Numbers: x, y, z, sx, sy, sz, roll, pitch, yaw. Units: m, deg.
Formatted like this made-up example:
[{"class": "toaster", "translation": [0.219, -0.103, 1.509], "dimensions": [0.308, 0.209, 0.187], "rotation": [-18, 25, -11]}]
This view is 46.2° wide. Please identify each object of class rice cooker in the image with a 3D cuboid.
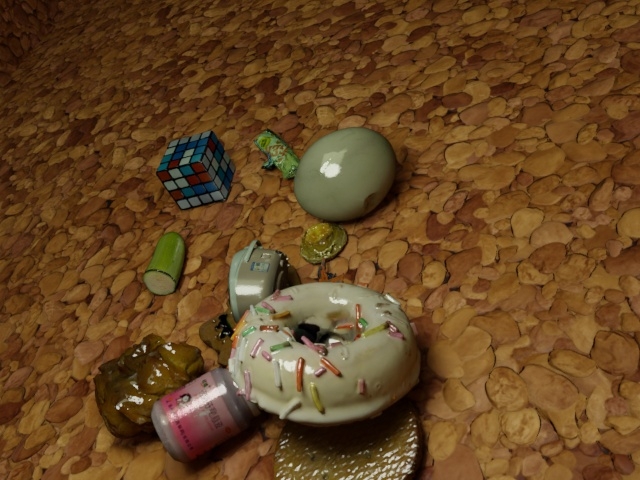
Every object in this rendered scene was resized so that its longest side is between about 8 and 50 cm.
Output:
[{"class": "rice cooker", "translation": [-0.140, 0.098, 1.682], "dimensions": [0.127, 0.145, 0.206], "rotation": [4, 43, 14]}]

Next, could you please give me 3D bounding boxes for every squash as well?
[{"class": "squash", "translation": [-0.405, 0.050, 2.004], "dimensions": [0.095, 0.095, 0.188], "rotation": [-13, 38, 19]}]

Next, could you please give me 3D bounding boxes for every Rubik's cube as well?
[{"class": "Rubik's cube", "translation": [-0.359, -0.203, 2.188], "dimensions": [0.154, 0.155, 0.151], "rotation": [-10, 41, 21]}]

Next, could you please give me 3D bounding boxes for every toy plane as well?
[{"class": "toy plane", "translation": [0.012, 0.102, 1.715], "dimensions": [0.135, 0.062, 0.188], "rotation": [-43, 14, 27]}]

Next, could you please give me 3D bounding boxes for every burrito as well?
[{"class": "burrito", "translation": [-0.134, -0.243, 2.170], "dimensions": [0.104, 0.054, 0.288], "rotation": [-35, 40, -6]}]

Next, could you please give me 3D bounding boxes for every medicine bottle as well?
[{"class": "medicine bottle", "translation": [-0.210, 0.337, 1.531], "dimensions": [0.247, 0.147, 0.147], "rotation": [-29, 39, -8]}]

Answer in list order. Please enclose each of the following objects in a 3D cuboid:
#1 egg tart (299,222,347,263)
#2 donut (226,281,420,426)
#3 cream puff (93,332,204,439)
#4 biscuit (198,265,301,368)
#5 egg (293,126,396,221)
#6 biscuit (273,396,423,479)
[{"class": "egg tart", "translation": [0.000, 0.000, 1.837], "dimensions": [0.130, 0.052, 0.130], "rotation": [-15, 44, 15]}, {"class": "donut", "translation": [0.007, 0.200, 1.448], "dimensions": [0.382, 0.143, 0.383], "rotation": [-1, 26, 0]}, {"class": "cream puff", "translation": [-0.379, 0.316, 1.660], "dimensions": [0.269, 0.155, 0.241], "rotation": [-39, 35, -1]}, {"class": "biscuit", "translation": [-0.143, 0.171, 1.748], "dimensions": [0.278, 0.043, 0.302], "rotation": [5, 50, 34]}, {"class": "egg", "translation": [0.061, -0.162, 1.840], "dimensions": [0.269, 0.219, 0.219], "rotation": [-42, 41, -6]}, {"class": "biscuit", "translation": [0.050, 0.393, 1.400], "dimensions": [0.305, 0.038, 0.305], "rotation": [-16, 41, 15]}]
